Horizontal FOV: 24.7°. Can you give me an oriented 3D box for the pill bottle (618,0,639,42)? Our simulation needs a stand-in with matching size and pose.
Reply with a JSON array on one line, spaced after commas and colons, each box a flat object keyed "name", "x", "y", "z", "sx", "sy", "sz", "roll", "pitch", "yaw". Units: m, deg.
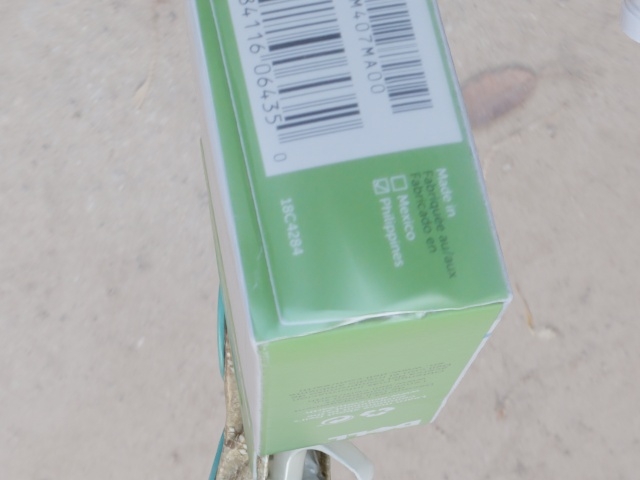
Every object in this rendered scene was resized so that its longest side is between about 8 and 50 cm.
[{"name": "pill bottle", "x": 0.115, "y": -0.102, "z": 0.450, "sx": 0.043, "sy": 0.043, "sz": 0.083, "roll": 7, "pitch": 127, "yaw": 0}]

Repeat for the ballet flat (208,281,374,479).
[{"name": "ballet flat", "x": -0.006, "y": 0.067, "z": 0.587, "sx": 0.067, "sy": 0.073, "sz": 0.206, "roll": 19, "pitch": 122, "yaw": 23}]

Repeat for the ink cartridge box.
[{"name": "ink cartridge box", "x": 0.000, "y": 0.000, "z": 0.439, "sx": 0.062, "sy": 0.209, "sz": 0.109, "roll": -10, "pitch": 73, "yaw": -6}]
